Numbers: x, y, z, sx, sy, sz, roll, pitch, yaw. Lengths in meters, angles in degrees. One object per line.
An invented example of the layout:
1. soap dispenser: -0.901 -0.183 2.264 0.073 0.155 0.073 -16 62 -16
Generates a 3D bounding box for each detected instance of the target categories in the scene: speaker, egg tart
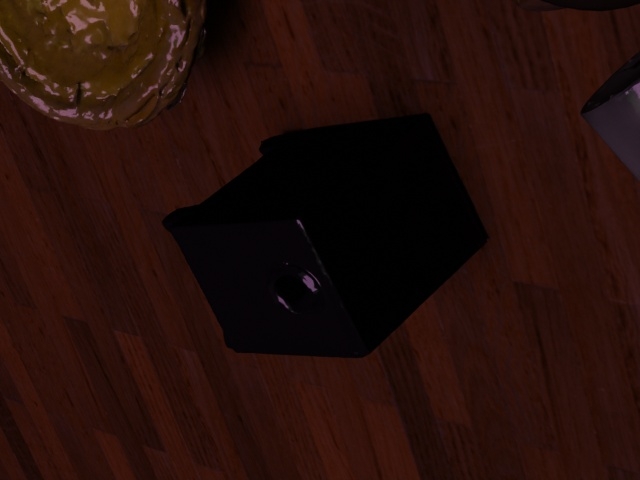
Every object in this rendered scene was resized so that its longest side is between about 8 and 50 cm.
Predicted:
1. speaker: 0.000 0.000 1.703 0.254 0.232 0.184 -3 119 48
2. egg tart: -0.256 -0.293 1.761 0.345 0.132 0.345 16 126 24

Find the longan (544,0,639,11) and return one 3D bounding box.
1. longan: 0.176 -0.350 1.030 0.336 0.404 0.404 -23 106 46

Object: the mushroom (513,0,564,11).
1. mushroom: 0.106 -0.365 1.273 0.407 0.154 0.137 58 -173 1

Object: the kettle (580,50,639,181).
1. kettle: 0.361 -0.068 1.336 0.255 0.165 0.240 47 175 -4
